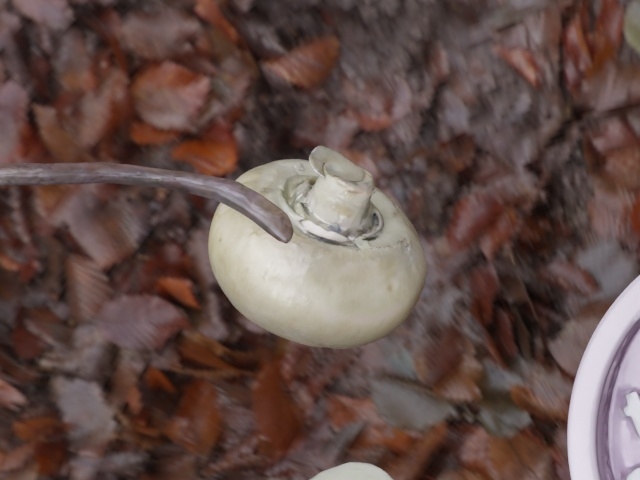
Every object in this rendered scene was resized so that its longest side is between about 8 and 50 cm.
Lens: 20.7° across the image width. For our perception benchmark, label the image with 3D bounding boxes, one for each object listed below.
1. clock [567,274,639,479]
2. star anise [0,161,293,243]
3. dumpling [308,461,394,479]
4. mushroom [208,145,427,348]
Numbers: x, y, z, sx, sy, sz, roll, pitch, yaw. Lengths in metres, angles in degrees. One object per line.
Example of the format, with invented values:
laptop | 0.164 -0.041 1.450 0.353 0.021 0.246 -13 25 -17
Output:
clock | 0.209 0.086 0.754 0.196 0.068 0.197 2 96 23
star anise | -0.160 0.003 0.800 0.227 0.218 0.148 -37 35 10
dumpling | 0.018 0.343 1.387 0.242 0.187 0.318 12 91 46
mushroom | 0.000 0.000 1.889 0.246 0.246 0.202 35 130 19
